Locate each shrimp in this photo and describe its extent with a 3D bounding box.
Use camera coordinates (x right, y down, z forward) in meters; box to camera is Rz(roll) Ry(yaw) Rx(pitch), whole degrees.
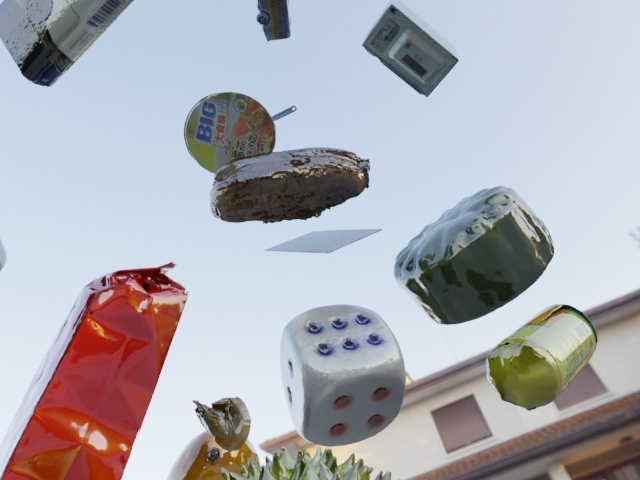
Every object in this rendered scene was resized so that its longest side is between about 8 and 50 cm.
[{"bbox_3d":[-0.124,0.222,0.584,0.023,0.108,0.059,39,-101,-47],"label":"shrimp"}]

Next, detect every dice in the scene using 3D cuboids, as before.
[{"bbox_3d":[0.035,0.244,0.845,0.193,0.194,0.192,-6,-57,-16],"label":"dice"}]

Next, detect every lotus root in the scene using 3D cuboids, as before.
[{"bbox_3d":[-0.065,-0.122,0.887,0.329,0.167,0.078,-10,-28,5],"label":"lotus root"}]

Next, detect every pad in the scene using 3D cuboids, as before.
[{"bbox_3d":[0.000,0.000,0.980,0.158,0.235,0.003,-22,-76,-37],"label":"pad"}]

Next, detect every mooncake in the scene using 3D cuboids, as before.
[{"bbox_3d":[0.347,0.026,1.090,0.356,0.356,0.194,-35,-82,17],"label":"mooncake"}]

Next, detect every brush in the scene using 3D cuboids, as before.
[{"bbox_3d":[-0.148,-0.381,1.430,0.164,0.051,0.014,-24,-15,8],"label":"brush"}]

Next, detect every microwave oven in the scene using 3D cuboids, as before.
[{"bbox_3d":[0.220,-0.478,1.131,0.208,0.162,0.122,34,-54,-12],"label":"microwave oven"}]

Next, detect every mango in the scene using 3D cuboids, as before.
[{"bbox_3d":[-0.183,0.452,0.743,0.144,0.187,0.359,20,-65,17],"label":"mango"}]

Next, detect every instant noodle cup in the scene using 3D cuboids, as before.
[{"bbox_3d":[-0.210,-0.225,1.086,0.205,0.205,0.153,-9,-7,-10],"label":"instant noodle cup"}]

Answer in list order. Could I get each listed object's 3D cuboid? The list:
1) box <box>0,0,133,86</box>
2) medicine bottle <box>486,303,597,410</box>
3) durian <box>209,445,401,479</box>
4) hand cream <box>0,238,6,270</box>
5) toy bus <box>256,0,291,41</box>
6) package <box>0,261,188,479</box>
[{"bbox_3d":[-0.495,-0.442,0.869,0.259,0.168,0.071,-38,-11,12],"label":"box"},{"bbox_3d":[0.379,0.197,0.784,0.239,0.124,0.124,-12,-36,-43],"label":"medicine bottle"},{"bbox_3d":[-0.055,0.261,0.335,0.355,0.170,0.157,-20,-10,-5],"label":"durian"},{"bbox_3d":[-0.448,-0.042,0.536,0.077,0.124,0.341,19,-39,-4],"label":"hand cream"},{"bbox_3d":[-0.102,-0.515,0.949,0.075,0.064,0.190,-2,-36,0],"label":"toy bus"},{"bbox_3d":[-0.299,0.222,0.554,0.123,0.424,0.196,29,-37,-25],"label":"package"}]
